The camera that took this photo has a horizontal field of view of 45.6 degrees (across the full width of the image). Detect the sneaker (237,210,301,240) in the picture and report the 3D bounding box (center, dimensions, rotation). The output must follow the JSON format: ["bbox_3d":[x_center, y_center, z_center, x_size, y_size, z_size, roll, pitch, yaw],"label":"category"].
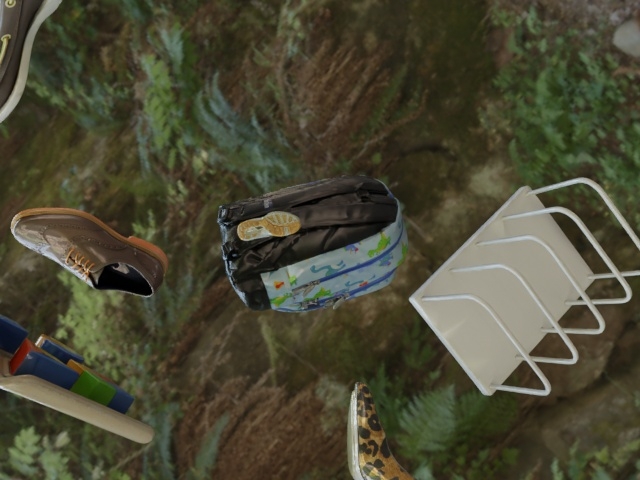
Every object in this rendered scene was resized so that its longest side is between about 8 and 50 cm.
[{"bbox_3d":[-0.061,-0.020,0.945,0.037,0.083,0.032,-22,-76,-70],"label":"sneaker"}]

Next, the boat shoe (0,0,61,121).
[{"bbox_3d":[-0.403,-0.253,0.914,0.117,0.324,0.096,54,-144,11],"label":"boat shoe"}]

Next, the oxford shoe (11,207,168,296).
[{"bbox_3d":[-0.529,0.029,1.732,0.363,0.130,0.133,18,-152,-12],"label":"oxford shoe"}]

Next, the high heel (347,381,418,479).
[{"bbox_3d":[0.138,0.332,1.113,0.093,0.186,0.261,103,161,-72],"label":"high heel"}]

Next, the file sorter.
[{"bbox_3d":[0.316,0.065,1.107,0.193,0.277,0.173,52,159,-9],"label":"file sorter"}]

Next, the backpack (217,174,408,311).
[{"bbox_3d":[0.000,0.000,1.553,0.273,0.355,0.290,59,-174,-37],"label":"backpack"}]

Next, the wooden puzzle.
[{"bbox_3d":[-0.469,0.206,1.274,0.347,0.080,0.322,19,164,37],"label":"wooden puzzle"}]
